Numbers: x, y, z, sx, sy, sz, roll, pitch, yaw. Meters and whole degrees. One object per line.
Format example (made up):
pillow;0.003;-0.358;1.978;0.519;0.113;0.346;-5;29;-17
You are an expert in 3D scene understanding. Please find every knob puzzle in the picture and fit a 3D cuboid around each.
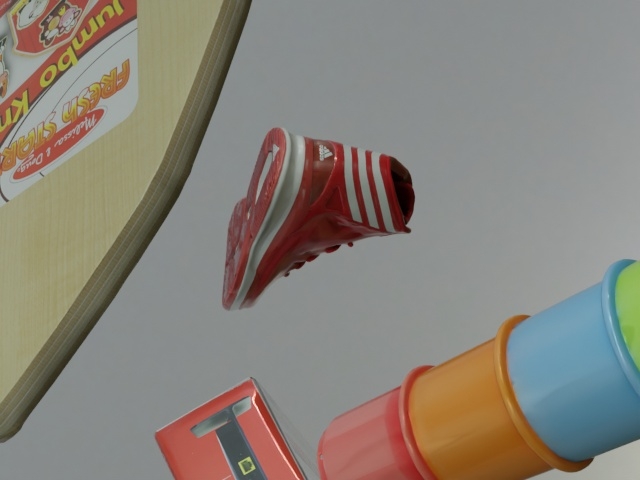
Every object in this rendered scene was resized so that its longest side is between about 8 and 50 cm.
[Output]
knob puzzle;-0.084;-0.023;0.443;0.030;0.213;0.213;34;-121;-39

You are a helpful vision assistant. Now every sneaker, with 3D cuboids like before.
sneaker;0.000;0.000;1.169;0.221;0.128;0.087;120;156;-61

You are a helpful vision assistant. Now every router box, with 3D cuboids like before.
router box;0.023;0.291;1.114;0.301;0.082;0.335;60;180;29

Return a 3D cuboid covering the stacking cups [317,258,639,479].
stacking cups;0.129;0.062;0.701;0.096;0.316;0.096;35;-141;-34
